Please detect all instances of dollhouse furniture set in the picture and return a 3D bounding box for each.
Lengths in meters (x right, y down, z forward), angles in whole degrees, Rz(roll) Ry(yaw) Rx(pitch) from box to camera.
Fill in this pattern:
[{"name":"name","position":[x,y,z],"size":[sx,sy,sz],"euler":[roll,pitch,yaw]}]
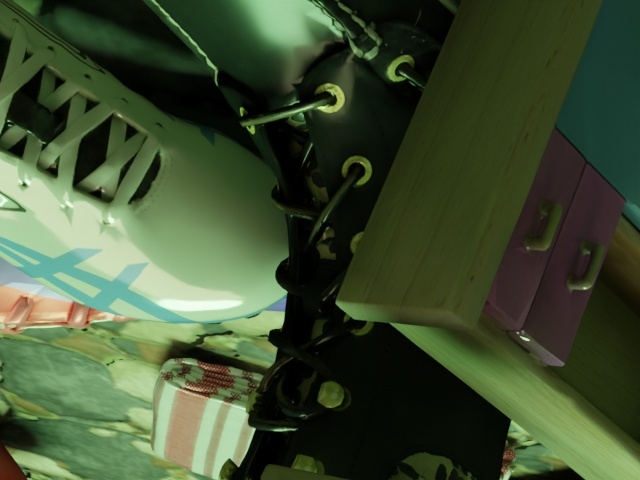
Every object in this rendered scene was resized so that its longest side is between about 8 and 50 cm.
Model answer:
[{"name":"dollhouse furniture set","position":[0.174,0.055,0.451],"size":[0.303,0.286,0.198],"euler":[3,153,46]}]

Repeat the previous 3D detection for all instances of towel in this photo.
[{"name":"towel","position":[0.000,0.119,0.947],"size":[0.197,0.029,0.144],"euler":[17,154,-1]}]

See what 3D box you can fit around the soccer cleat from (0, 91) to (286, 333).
[{"name":"soccer cleat","position":[-0.124,0.000,0.685],"size":[0.318,0.116,0.108],"euler":[12,152,6]}]

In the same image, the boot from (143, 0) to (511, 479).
[{"name":"boot","position":[0.002,0.000,0.547],"size":[0.085,0.178,0.236],"euler":[-4,150,48]}]

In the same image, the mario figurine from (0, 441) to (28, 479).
[{"name":"mario figurine","position":[-0.320,0.199,1.088],"size":[0.320,0.198,0.170],"euler":[5,139,27]}]

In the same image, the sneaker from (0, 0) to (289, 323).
[{"name":"sneaker","position":[-0.111,-0.041,0.600],"size":[0.237,0.085,0.086],"euler":[28,170,1]}]
